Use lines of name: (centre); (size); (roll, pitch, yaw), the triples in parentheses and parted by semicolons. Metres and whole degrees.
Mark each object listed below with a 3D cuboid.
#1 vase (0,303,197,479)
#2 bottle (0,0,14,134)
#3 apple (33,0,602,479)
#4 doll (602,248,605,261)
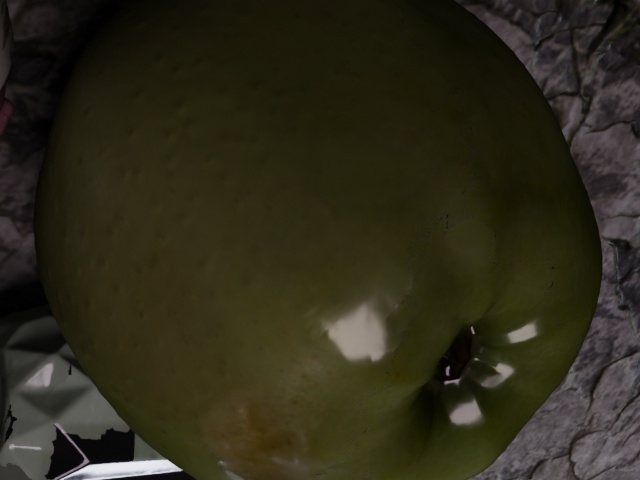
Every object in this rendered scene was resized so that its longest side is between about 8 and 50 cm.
vase: (-0.098, 0.143, 0.905); (0.360, 0.165, 0.165); (10, 121, -37)
bottle: (-0.221, -0.117, 0.608); (0.110, 0.110, 0.233); (-18, 166, -14)
apple: (0.000, 0.000, 0.724); (0.357, 0.357, 0.357); (-14, 131, -17)
doll: (0.207, 0.050, 1.050); (0.135, 0.071, 0.113); (-35, 142, -4)
